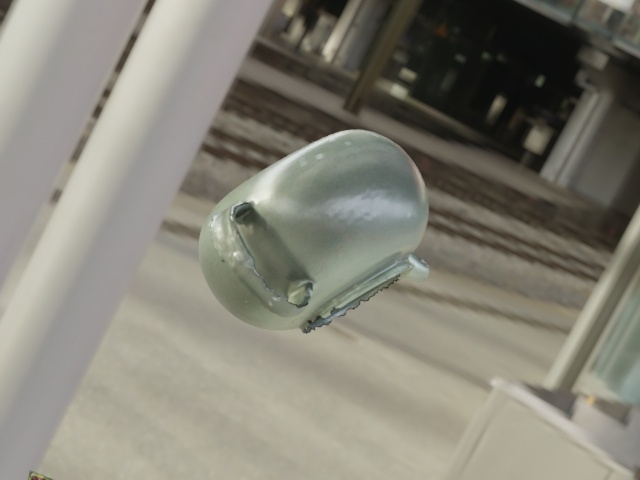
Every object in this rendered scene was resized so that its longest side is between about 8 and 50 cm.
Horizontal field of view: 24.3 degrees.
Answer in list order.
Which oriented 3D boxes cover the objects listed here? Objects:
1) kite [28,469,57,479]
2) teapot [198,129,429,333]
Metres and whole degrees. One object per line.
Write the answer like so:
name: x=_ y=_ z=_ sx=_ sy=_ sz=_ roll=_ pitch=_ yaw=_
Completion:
kite: x=-0.167 y=0.200 z=1.035 sx=0.125 sy=0.008 sz=0.222 roll=42 pitch=27 yaw=29
teapot: x=0.000 y=0.000 z=1.196 sx=0.129 sy=0.193 sz=0.294 roll=58 pitch=24 yaw=7
